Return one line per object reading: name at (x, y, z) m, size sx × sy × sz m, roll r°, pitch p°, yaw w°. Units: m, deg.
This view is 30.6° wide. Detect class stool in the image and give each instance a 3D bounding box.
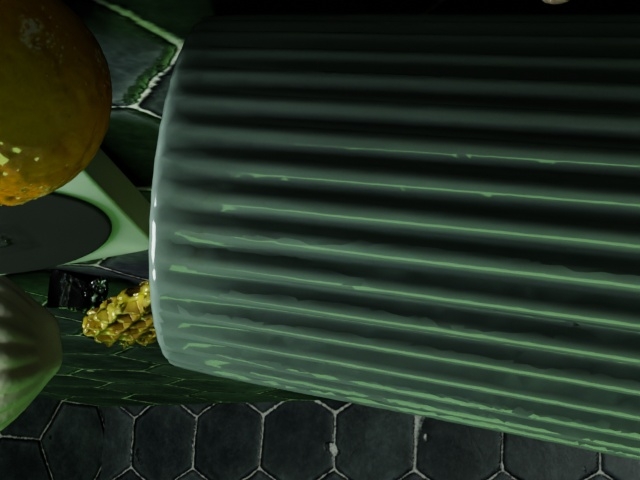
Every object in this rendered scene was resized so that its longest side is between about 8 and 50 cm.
stool at (0.074, -0.019, 0.796) m, size 0.330 × 0.297 × 0.297 m, roll 6°, pitch 167°, yaw 6°

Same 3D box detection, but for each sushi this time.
sushi at (-0.353, 0.080, 1.710) m, size 0.085 × 0.056 × 0.083 m, roll 6°, pitch 165°, yaw -10°

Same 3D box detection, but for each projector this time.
projector at (-0.320, -0.038, 1.145) m, size 0.257 × 0.079 × 0.259 m, roll -10°, pitch 161°, yaw 6°

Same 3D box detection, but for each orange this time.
orange at (-0.226, -0.097, 0.770) m, size 0.178 × 0.155 × 0.177 m, roll 4°, pitch 174°, yaw 0°

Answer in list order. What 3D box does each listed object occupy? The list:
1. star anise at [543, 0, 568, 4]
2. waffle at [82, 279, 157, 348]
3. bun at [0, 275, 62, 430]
star anise at (0.161, -0.186, 0.448) m, size 0.350 × 0.109 × 0.292 m, roll -14°, pitch 154°, yaw 20°
waffle at (-0.225, 0.102, 1.688) m, size 0.232 × 0.051 × 0.228 m, roll -17°, pitch 164°, yaw 10°
bun at (-0.453, 0.152, 1.645) m, size 0.175 × 0.263 × 0.263 m, roll -2°, pitch 168°, yaw -19°
